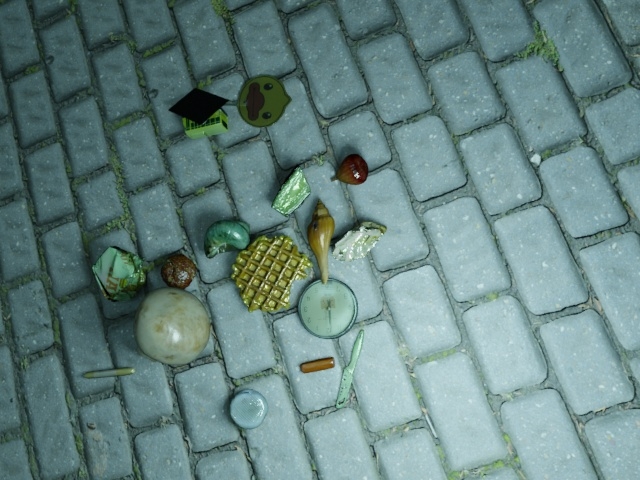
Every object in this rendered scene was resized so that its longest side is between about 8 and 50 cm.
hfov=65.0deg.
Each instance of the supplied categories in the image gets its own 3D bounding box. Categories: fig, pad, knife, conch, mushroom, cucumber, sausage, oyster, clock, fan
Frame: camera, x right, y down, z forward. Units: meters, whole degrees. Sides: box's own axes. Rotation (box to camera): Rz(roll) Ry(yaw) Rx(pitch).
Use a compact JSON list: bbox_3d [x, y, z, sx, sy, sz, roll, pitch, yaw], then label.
[{"bbox_3d":[0.104,-0.266,1.881,0.153,0.119,0.119,5,82,20],"label":"fig"},{"bbox_3d":[-0.497,-0.547,2.041,0.265,0.009,0.159,29,68,39],"label":"pad"},{"bbox_3d":[0.106,0.462,1.804,0.043,0.020,0.293,15,85,12],"label":"knife"},{"bbox_3d":[-0.002,-0.002,1.854,0.109,0.093,0.330,-7,68,21],"label":"conch"},{"bbox_3d":[-0.574,0.327,1.863,0.290,0.297,0.297,-29,74,31],"label":"mushroom"},{"bbox_3d":[-0.110,-0.189,1.931,0.193,0.115,0.086,-55,31,4],"label":"cucumber"},{"bbox_3d":[-0.012,0.453,1.820,0.131,0.041,0.039,-15,99,10],"label":"sausage"},{"bbox_3d":[0.132,-0.004,1.844,0.209,0.133,0.072,-45,30,15],"label":"oyster"},{"bbox_3d":[-0.356,-0.010,1.928,0.188,0.176,0.122,-9,55,-11],"label":"conch"},{"bbox_3d":[0.026,0.249,1.843,0.226,0.049,0.226,-2,79,12],"label":"clock"},{"bbox_3d":[-0.279,-0.571,2.068,0.335,0.011,0.229,0,81,11],"label":"fan"}]

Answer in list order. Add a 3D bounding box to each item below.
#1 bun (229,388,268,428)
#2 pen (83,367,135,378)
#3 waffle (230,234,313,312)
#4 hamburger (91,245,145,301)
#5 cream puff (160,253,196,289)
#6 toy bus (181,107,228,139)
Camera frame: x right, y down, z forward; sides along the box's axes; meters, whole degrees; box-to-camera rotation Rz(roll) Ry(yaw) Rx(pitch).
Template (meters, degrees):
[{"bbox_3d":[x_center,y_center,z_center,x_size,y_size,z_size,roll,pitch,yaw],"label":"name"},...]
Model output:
[{"bbox_3d":[-0.259,0.612,1.829,0.141,0.083,0.140,-1,76,3],"label":"bun"},{"bbox_3d":[-0.837,0.527,1.998,0.233,0.040,0.032,-9,78,16],"label":"pen"},{"bbox_3d":[-0.187,0.128,1.890,0.301,0.058,0.281,-39,85,1],"label":"waffle"},{"bbox_3d":[-0.783,0.125,2.008,0.235,0.125,0.214,-40,81,7],"label":"hamburger"},{"bbox_3d":[-0.568,0.123,1.978,0.149,0.084,0.149,-3,78,12],"label":"cream puff"},{"bbox_3d":[-0.471,-0.477,2.055,0.175,0.088,0.101,-11,77,11],"label":"toy bus"}]
